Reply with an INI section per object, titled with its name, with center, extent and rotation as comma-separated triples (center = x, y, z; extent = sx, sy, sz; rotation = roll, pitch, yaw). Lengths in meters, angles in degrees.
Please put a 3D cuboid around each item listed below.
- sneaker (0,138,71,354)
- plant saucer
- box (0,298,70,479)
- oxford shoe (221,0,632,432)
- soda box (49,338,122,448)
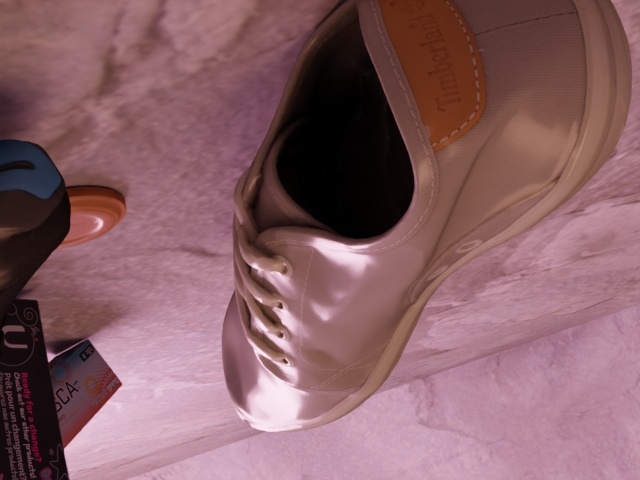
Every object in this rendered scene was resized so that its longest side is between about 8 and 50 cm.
[sneaker]
center = -0.225, 0.080, 0.530
extent = 0.341, 0.139, 0.125
rotation = -41, -161, 27
[plant saucer]
center = -0.168, -0.012, 0.626
extent = 0.083, 0.013, 0.083
rotation = -16, 165, -5
[box]
center = -0.333, 0.158, 0.754
extent = 0.247, 0.163, 0.142
rotation = -28, 159, 34
[oxford shoe]
center = 0.000, 0.000, 0.578
extent = 0.130, 0.169, 0.449
rotation = -7, 156, -27
[soda box]
center = -0.269, 0.173, 0.905
extent = 0.058, 0.063, 0.183
rotation = -27, -166, 32
